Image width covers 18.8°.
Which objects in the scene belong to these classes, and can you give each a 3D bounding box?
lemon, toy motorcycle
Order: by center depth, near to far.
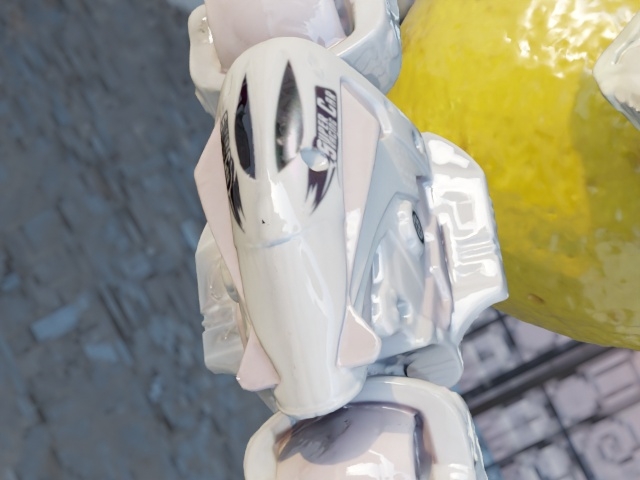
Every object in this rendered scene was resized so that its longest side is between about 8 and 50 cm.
[{"bbox_3d":[0.000,0.000,0.628,0.112,0.112,0.254,35,41,-58],"label":"toy motorcycle"},{"bbox_3d":[0.174,-0.061,1.125,0.319,0.245,0.245,20,0,23],"label":"lemon"}]

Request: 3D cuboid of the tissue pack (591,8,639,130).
[{"bbox_3d":[0.352,-0.062,0.899,0.380,0.297,0.207,36,2,-39],"label":"tissue pack"}]
